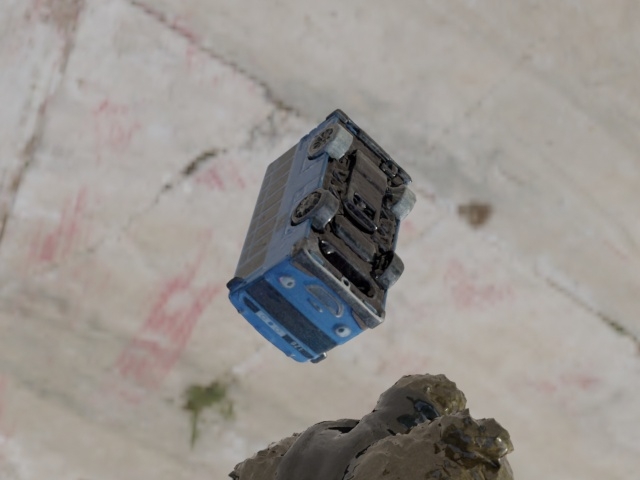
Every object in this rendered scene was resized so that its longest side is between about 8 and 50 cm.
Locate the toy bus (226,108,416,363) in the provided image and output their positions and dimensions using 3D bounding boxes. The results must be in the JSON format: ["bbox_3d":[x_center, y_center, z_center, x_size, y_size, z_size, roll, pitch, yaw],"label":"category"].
[{"bbox_3d":[0.000,0.000,1.621,0.133,0.234,0.116,-34,113,29],"label":"toy bus"}]

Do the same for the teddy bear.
[{"bbox_3d":[0.010,0.157,0.975,0.129,0.182,0.251,16,157,-26],"label":"teddy bear"}]
